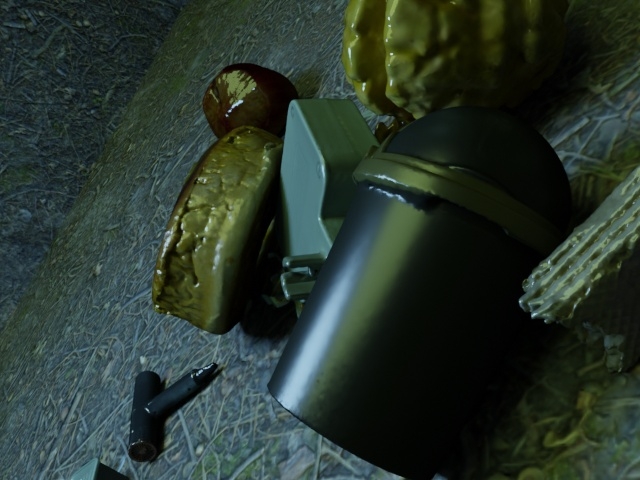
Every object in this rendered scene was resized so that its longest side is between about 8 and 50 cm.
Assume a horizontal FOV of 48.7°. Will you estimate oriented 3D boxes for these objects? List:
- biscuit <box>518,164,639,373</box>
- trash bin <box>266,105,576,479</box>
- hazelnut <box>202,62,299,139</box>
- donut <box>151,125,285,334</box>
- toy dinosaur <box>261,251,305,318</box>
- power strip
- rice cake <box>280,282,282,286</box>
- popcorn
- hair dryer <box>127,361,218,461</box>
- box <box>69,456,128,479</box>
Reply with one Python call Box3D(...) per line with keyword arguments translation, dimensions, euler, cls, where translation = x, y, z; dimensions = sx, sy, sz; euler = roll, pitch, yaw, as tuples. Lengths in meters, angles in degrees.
Box3D(translation=(0.266, -0.011, 0.538), dimensions=(0.239, 0.108, 0.061), euler=(-49, 29, 11), cls="biscuit")
Box3D(translation=(0.101, 0.028, 0.652), dimensions=(0.333, 0.214, 0.214), euler=(-60, 27, -3), cls="trash bin")
Box3D(translation=(-0.138, -0.278, 1.454), dimensions=(0.204, 0.178, 0.177), euler=(-20, 42, 41), cls="hazelnut")
Box3D(translation=(-0.142, -0.017, 1.061), dimensions=(0.330, 0.160, 0.329), euler=(19, -90, -82), cls="donut")
Box3D(translation=(-0.021, 0.063, 0.976), dimensions=(0.106, 0.044, 0.187), euler=(-38, 47, -15), cls="toy dinosaur")
Box3D(translation=(-0.002, -0.016, 0.853), dimensions=(0.261, 0.141, 0.229), euler=(-113, 26, -44), cls="power strip")
Box3D(translation=(0.000, 0.000, 1.037), dimensions=(0.042, 0.030, 0.180), euler=(25, 80, 45), cls="rice cake")
Box3D(translation=(0.145, -0.222, 0.835), dimensions=(0.225, 0.265, 0.332), euler=(47, 126, 38), cls="popcorn")
Box3D(translation=(-0.236, 0.236, 1.145), dimensions=(0.195, 0.050, 0.173), euler=(-43, 30, 13), cls="hair dryer")
Box3D(translation=(-0.352, 0.411, 1.099), dimensions=(0.084, 0.069, 0.122), euler=(-38, 32, 27), cls="box")
